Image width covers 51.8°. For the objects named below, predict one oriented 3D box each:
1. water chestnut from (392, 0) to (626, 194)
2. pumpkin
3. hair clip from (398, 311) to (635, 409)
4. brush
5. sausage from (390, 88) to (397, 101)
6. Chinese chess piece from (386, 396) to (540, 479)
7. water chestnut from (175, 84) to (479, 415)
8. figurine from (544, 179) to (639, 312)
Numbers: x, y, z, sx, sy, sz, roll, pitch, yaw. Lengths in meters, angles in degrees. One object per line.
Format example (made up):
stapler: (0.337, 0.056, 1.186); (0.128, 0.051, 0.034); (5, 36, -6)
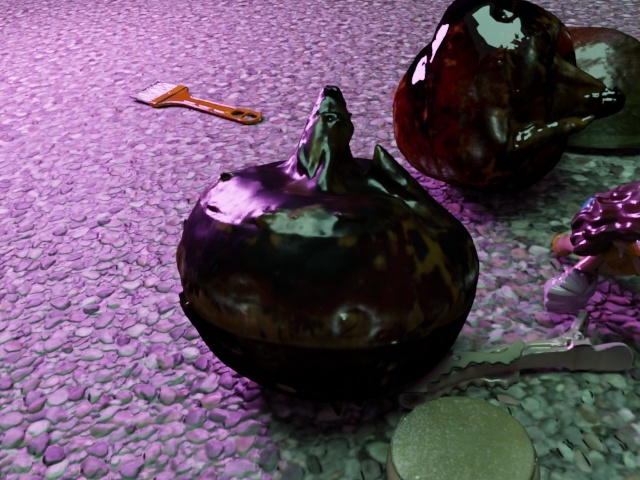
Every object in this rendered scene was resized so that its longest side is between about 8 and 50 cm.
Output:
water chestnut: (0.240, -0.188, 0.891); (0.289, 0.289, 0.244); (-34, 75, -34)
pumpkin: (0.389, -0.247, 1.038); (0.169, 0.148, 0.312); (-26, 35, -33)
hair clip: (0.179, 0.115, 0.639); (0.226, 0.034, 0.072); (-11, 31, -5)
brush: (-0.232, -0.261, 1.260); (0.315, 0.017, 0.090); (20, 45, 31)
sausage: (0.149, -0.238, 1.161); (0.024, 0.024, 0.132); (-11, 36, -7)
Chinese chess piece: (0.114, 0.185, 0.535); (0.122, 0.051, 0.122); (-5, 33, 4)
water chestnut: (0.000, 0.000, 0.626); (0.300, 0.299, 0.300); (-4, 35, 3)
figurine: (0.313, 0.005, 0.665); (0.175, 0.240, 0.115); (-6, 76, -4)
